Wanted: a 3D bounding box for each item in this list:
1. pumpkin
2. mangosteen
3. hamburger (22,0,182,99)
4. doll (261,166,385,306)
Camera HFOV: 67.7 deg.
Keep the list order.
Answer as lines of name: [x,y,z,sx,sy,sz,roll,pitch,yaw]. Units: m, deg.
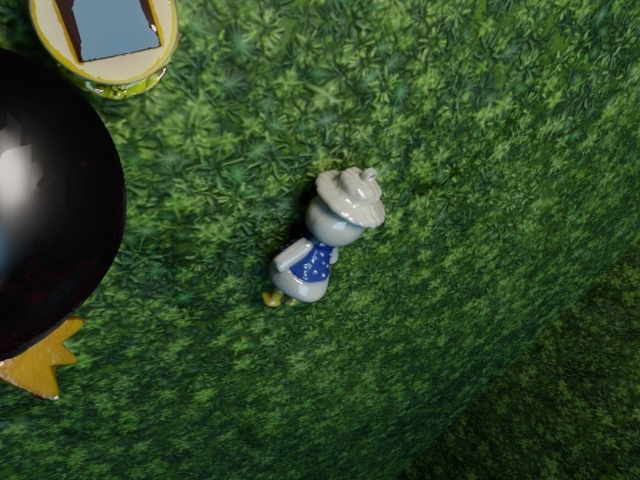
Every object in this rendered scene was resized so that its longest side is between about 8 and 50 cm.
pumpkin: [-0.414,0.078,0.564,0.149,0.130,0.254,-1,145,34]
mangosteen: [-0.296,-0.016,0.417,0.275,0.274,0.302,-27,164,-8]
hamburger: [-0.187,-0.195,0.422,0.127,0.081,0.141,-32,130,-5]
doll: [0.000,0.000,0.741,0.138,0.119,0.293,-3,139,-43]
